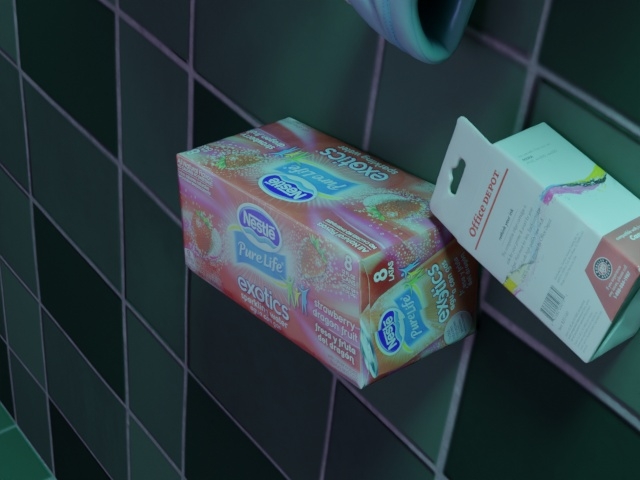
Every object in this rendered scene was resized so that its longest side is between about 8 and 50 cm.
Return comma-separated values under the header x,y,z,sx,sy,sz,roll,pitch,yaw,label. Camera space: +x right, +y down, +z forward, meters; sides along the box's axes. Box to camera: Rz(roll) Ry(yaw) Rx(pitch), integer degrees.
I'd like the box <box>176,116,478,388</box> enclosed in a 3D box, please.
x,y,z,sx,sy,sz,roll,pitch,yaw,label
0.000,0.000,1.108,0.300,0.154,0.142,31,133,45,box

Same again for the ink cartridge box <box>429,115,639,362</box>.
x,y,z,sx,sy,sz,roll,pitch,yaw,label
0.185,-0.013,0.907,0.198,0.067,0.115,46,142,28,ink cartridge box

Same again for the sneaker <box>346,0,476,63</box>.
x,y,z,sx,sy,sz,roll,pitch,yaw,label
0.115,-0.273,0.808,0.150,0.135,0.366,50,154,17,sneaker
